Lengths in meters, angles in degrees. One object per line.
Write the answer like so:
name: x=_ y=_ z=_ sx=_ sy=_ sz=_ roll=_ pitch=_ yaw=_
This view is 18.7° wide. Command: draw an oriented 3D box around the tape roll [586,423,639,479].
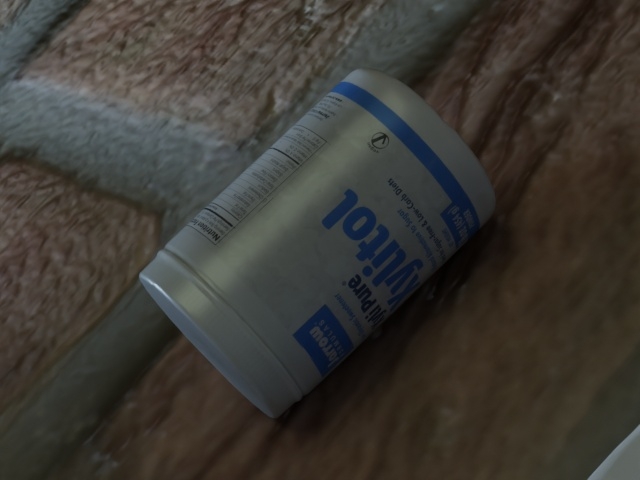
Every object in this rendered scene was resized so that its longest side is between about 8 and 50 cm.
tape roll: x=0.152 y=0.117 z=0.302 sx=0.286 sy=0.100 sz=0.286 roll=-22 pitch=39 yaw=19

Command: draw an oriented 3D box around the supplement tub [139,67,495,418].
supplement tub: x=0.000 y=0.000 z=0.657 sx=0.107 sy=0.071 sz=0.071 roll=-44 pitch=36 yaw=-9
